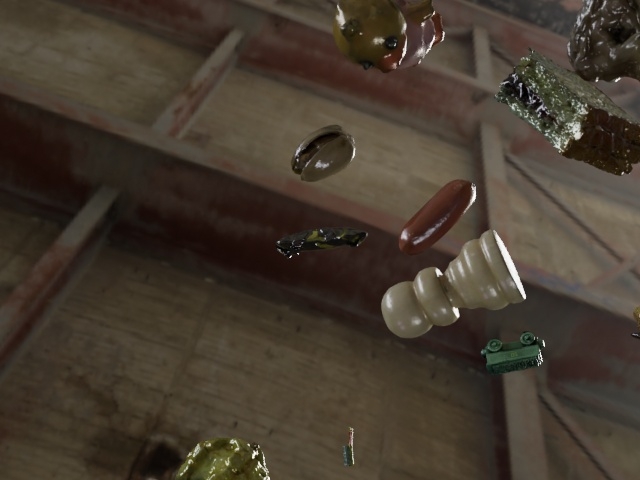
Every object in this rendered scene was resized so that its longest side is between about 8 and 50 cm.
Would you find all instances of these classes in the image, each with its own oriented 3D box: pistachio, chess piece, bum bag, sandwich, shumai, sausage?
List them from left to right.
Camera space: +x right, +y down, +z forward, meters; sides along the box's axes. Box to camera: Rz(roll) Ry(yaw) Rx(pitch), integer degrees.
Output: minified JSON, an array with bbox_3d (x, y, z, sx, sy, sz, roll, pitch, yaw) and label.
[{"bbox_3d":[0.000,0.000,2.321,0.233,0.060,0.107,-10,177,18],"label":"bum bag"},{"bbox_3d":[0.006,-0.184,2.049,0.113,0.149,0.113,58,179,1],"label":"pistachio"},{"bbox_3d":[0.232,-0.046,1.910,0.077,0.194,0.077,45,-173,-7],"label":"sausage"},{"bbox_3d":[0.272,0.109,2.071,0.167,0.300,0.167,59,-166,-25],"label":"chess piece"},{"bbox_3d":[0.524,-0.287,2.072,0.262,0.131,0.325,9,-147,-42],"label":"sandwich"},{"bbox_3d":[0.465,-0.304,1.363,0.175,0.206,0.166,33,-156,31],"label":"shumai"}]

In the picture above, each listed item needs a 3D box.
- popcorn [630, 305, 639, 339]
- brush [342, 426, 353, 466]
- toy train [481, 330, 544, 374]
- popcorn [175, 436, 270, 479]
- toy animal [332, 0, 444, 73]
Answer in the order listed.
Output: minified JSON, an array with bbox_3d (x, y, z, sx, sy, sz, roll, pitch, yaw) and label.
[{"bbox_3d":[0.846,0.211,2.043,0.382,0.349,0.349,-2,-147,-17],"label":"popcorn"},{"bbox_3d":[0.059,0.437,2.043,0.021,0.019,0.083,9,-114,-19],"label":"brush"},{"bbox_3d":[0.525,0.311,2.611,0.172,0.070,0.099,-13,-133,13],"label":"toy train"},{"bbox_3d":[-0.175,0.452,1.742,0.167,0.185,0.187,-15,-126,-13],"label":"popcorn"},{"bbox_3d":[0.124,-0.412,1.880,0.169,0.195,0.281,52,-148,3],"label":"toy animal"}]
